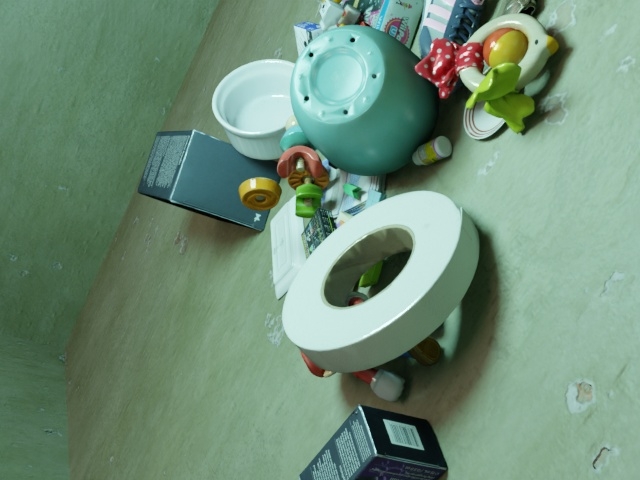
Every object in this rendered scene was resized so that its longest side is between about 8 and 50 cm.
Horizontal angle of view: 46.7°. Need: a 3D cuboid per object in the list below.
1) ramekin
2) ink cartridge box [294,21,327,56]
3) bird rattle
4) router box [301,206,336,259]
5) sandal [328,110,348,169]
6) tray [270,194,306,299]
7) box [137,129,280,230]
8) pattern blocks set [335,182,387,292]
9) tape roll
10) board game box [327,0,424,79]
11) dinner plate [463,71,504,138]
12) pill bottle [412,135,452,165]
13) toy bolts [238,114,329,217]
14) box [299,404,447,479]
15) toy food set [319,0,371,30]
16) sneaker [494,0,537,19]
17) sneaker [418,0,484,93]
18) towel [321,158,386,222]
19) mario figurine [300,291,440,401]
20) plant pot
[{"bbox_3d":[-0.146,-0.352,2.026,0.135,0.277,0.277,77,-171,-55],"label":"ramekin"},{"bbox_3d":[-0.011,-0.431,1.843,0.097,0.046,0.207,39,145,53],"label":"ink cartridge box"},{"bbox_3d":[0.309,-0.314,1.328,0.207,0.143,0.253,-43,38,9],"label":"bird rattle"},{"bbox_3d":[0.000,0.000,1.672,0.092,0.038,0.122,-56,32,35],"label":"router box"},{"bbox_3d":[0.042,-0.267,1.814,0.097,0.054,0.254,-45,28,36],"label":"sandal"},{"bbox_3d":[-0.092,0.008,1.949,0.145,0.030,0.270,-47,36,39],"label":"tray"},{"bbox_3d":[-0.342,-0.185,2.237,0.395,0.293,0.212,15,86,62],"label":"box"},{"bbox_3d":[0.048,0.033,1.645,0.285,0.026,0.325,13,91,60],"label":"pattern blocks set"},{"bbox_3d":[0.104,0.066,1.350,0.392,0.072,0.392,-31,27,18],"label":"tape roll"},{"bbox_3d":[0.114,-0.498,1.834,0.303,0.097,0.224,18,90,62],"label":"board game box"},{"bbox_3d":[0.322,-0.255,1.389,0.141,0.017,0.141,-40,40,43],"label":"dinner plate"},{"bbox_3d":[0.222,-0.177,1.489,0.083,0.043,0.043,-21,54,56],"label":"pill bottle"},{"bbox_3d":[-0.079,-0.184,1.732,0.228,0.218,0.159,102,168,-55],"label":"toy bolts"},{"bbox_3d":[0.084,0.394,1.257,0.207,0.153,0.108,-57,31,26],"label":"box"},{"bbox_3d":[0.044,-0.480,1.726,0.104,0.111,0.232,-55,32,29],"label":"toy food set"},{"bbox_3d":[0.379,-0.449,1.382,0.071,0.066,0.188,15,91,45],"label":"sneaker"},{"bbox_3d":[0.278,-0.452,1.495,0.131,0.112,0.319,-28,51,52],"label":"sneaker"},{"bbox_3d":[0.066,-0.148,1.763,0.285,0.034,0.209,-24,51,54],"label":"towel"},{"bbox_3d":[0.103,0.195,1.429,0.320,0.170,0.198,-19,20,44],"label":"mario figurine"},{"bbox_3d":[0.073,-0.294,1.486,0.293,0.235,0.293,-2,83,19],"label":"plant pot"}]
